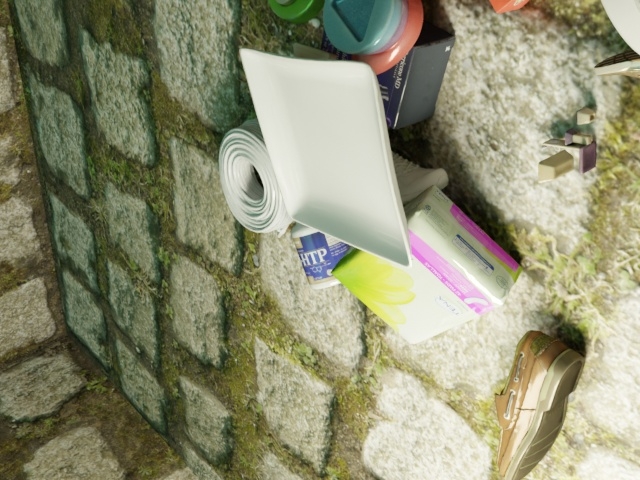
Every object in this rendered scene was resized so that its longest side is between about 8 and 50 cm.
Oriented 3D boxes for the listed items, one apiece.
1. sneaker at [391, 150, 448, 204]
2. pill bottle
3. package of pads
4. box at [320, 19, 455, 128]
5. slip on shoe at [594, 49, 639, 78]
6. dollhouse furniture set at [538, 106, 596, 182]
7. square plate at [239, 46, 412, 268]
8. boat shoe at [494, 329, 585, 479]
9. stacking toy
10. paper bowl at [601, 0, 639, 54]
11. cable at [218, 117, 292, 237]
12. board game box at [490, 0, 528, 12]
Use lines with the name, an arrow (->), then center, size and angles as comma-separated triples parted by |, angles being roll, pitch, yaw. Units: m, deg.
sneaker -> 0.134, -0.123, 1.323 | 0.232, 0.090, 0.115 | -5, 101, 50
pill bottle -> 0.000, 0.000, 1.535 | 0.112, 0.112, 0.187 | -11, 101, 53
package of pads -> 0.187, 0.058, 1.294 | 0.229, 0.101, 0.296 | 42, 145, -7
box -> 0.106, -0.312, 1.227 | 0.207, 0.108, 0.153 | 39, 136, 32
slip on shoe -> 0.426, -0.226, 0.936 | 0.135, 0.051, 0.041 | -3, 120, 45
dollhouse furniture set -> 0.334, -0.139, 1.044 | 0.081, 0.114, 0.091 | 21, 128, 48
square plate -> 0.015, -0.150, 1.190 | 0.347, 0.049, 0.344 | 24, 137, 48
boat shoe -> 0.367, 0.293, 1.268 | 0.104, 0.111, 0.307 | 37, 126, 38
stacking toy -> 0.000, -0.402, 1.127 | 0.279, 0.130, 0.309 | -23, 78, 38
paper bowl -> 0.391, -0.296, 0.736 | 0.148, 0.284, 0.284 | -16, 97, 53
cable -> -0.140, -0.145, 1.642 | 0.257, 0.089, 0.257 | 58, 143, 10
board game box -> 0.258, -0.511, 0.960 | 0.242, 0.064, 0.316 | -36, 81, 53
